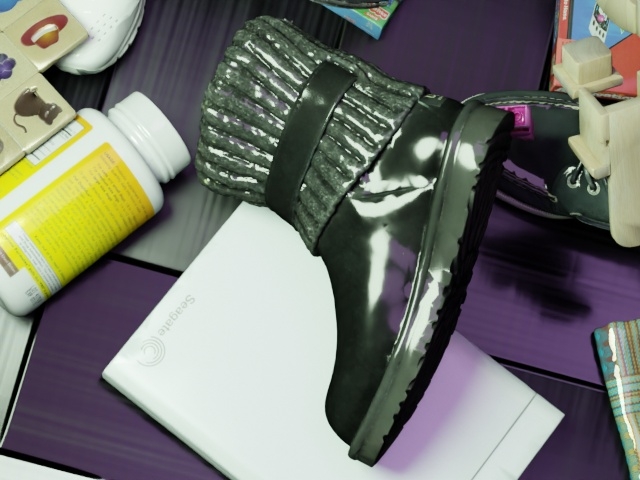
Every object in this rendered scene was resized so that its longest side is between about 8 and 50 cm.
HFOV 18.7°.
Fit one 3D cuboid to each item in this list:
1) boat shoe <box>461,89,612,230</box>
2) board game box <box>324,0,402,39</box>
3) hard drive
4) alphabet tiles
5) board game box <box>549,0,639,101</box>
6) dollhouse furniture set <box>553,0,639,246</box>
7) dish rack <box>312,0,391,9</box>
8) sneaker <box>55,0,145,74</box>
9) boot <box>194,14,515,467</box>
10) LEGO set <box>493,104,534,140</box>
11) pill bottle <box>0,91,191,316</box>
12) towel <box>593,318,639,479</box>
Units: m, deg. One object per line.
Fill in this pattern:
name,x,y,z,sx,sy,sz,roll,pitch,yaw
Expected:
boat shoe,0.284,-0.068,1.805,0.340,0.113,0.127,24,77,0
board game box,0.045,-0.323,1.879,0.160,0.039,0.211,32,76,3
hard drive,0.013,0.141,1.766,0.353,0.047,0.233,38,76,4
alphabet tiles,-0.388,-0.172,1.767,0.285,0.011,0.342,-39,67,-11
board game box,0.306,-0.272,1.898,0.145,0.027,0.281,7,77,-5
dollhouse furniture set,0.317,-0.174,1.784,0.303,0.173,0.355,-17,39,-10
dish rack,0.020,-0.346,1.752,0.074,0.208,0.271,-10,88,35
sneaker,-0.205,-0.301,1.802,0.111,0.129,0.297,9,79,-2
boot,0.001,-0.001,1.701,0.260,0.131,0.348,19,96,14
LEGO set,0.099,-0.065,1.785,0.227,0.093,0.087,-3,81,27
pill bottle,-0.224,-0.038,1.748,0.215,0.117,0.117,-39,83,-12
towel,0.423,0.230,1.789,0.271,0.040,0.370,-12,78,-9
